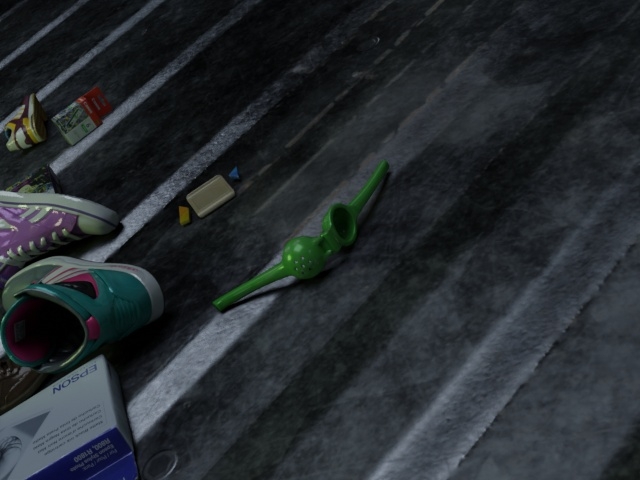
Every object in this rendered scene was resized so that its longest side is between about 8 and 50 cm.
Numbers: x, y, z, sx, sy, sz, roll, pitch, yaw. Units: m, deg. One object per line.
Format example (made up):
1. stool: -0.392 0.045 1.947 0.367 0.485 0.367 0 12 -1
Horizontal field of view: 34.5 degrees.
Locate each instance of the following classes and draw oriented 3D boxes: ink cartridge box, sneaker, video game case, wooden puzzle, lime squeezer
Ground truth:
1. ink cartridge box: -0.335 0.263 1.243 0.223 0.045 0.224 -32 32 -2
2. sneaker: -0.464 0.005 1.685 0.282 0.102 0.161 3 77 20
3. sneaker: -0.456 0.201 1.404 0.188 0.071 0.066 -37 32 -9
4. sneaker: -0.375 0.103 1.399 0.295 0.124 0.178 -3 15 35
5. video game case: -0.564 -0.027 1.837 0.232 0.042 0.210 -33 32 -4
6. wooden puzzle: -0.171 -0.067 1.600 0.116 0.014 0.078 -31 36 0
7. ink cartridge box: -0.469 -0.249 2.047 0.115 0.063 0.029 -41 32 -16
8. lime squeezer: 0.000 0.000 1.345 0.310 0.059 0.110 -41 3 -14
9. sneaker: -0.629 -0.251 2.175 0.083 0.070 0.185 -24 31 0
